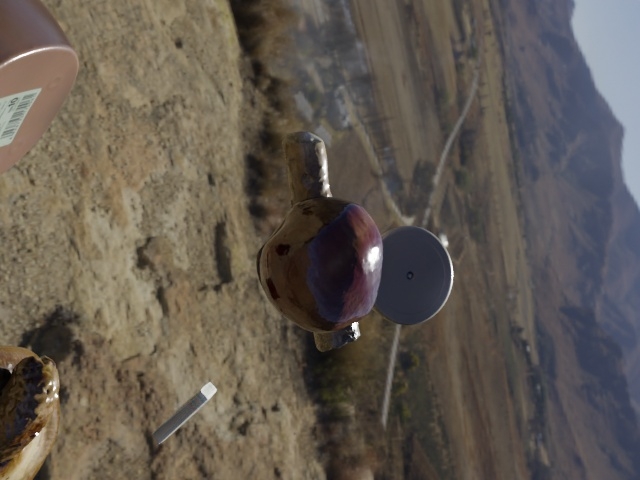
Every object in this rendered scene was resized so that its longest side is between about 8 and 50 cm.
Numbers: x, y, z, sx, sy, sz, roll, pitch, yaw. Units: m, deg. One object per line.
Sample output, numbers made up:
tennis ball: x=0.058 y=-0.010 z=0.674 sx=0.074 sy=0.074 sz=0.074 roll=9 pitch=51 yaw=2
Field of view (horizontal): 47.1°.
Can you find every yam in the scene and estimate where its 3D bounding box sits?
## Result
yam: x=0.000 y=0.000 z=1.194 sx=0.081 sy=0.081 sz=0.357 roll=-31 pitch=112 yaw=-69

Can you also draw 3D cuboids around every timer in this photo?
timer: x=0.114 y=0.063 z=1.409 sx=0.266 sy=0.175 sz=0.175 roll=178 pitch=-98 yaw=-71

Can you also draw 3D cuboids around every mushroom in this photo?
mushroom: x=-0.575 y=0.313 z=1.181 sx=0.345 sy=0.239 sz=0.346 roll=-13 pitch=115 yaw=-30

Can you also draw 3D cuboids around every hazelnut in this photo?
hazelnut: x=0.009 y=0.030 z=0.984 sx=0.204 sy=0.177 sz=0.178 roll=-111 pitch=-171 yaw=-84

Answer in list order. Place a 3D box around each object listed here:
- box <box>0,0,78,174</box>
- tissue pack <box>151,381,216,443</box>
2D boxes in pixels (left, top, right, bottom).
box: x=-0.426 y=-0.193 z=0.802 sx=0.216 sy=0.301 sz=0.301 roll=40 pitch=28 yaw=-4
tissue pack: x=-0.209 y=0.265 z=1.130 sx=0.023 sy=0.108 sz=0.056 roll=48 pitch=9 yaw=3
